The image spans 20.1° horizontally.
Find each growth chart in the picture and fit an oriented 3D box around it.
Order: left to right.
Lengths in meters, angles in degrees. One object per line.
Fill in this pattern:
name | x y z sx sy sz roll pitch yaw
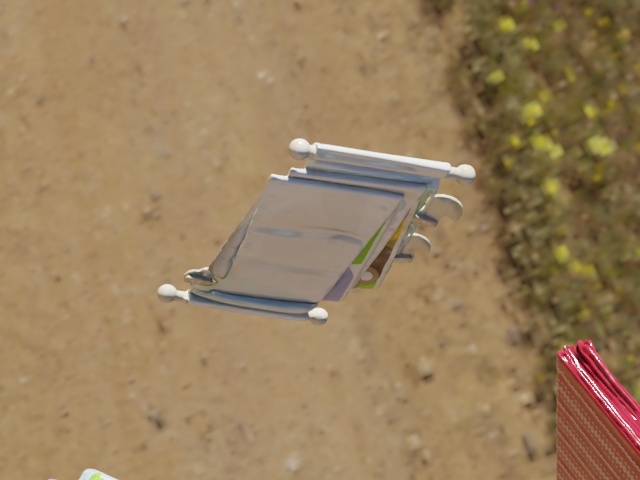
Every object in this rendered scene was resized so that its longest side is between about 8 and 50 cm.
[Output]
growth chart | 0.000 0.000 1.401 0.172 0.237 0.021 13 50 -28

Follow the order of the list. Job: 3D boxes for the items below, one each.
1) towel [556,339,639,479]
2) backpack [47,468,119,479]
towel | 0.276 0.223 1.606 0.199 0.031 0.275 53 -14 30
backpack | -0.123 0.200 1.083 0.084 0.105 0.114 -44 131 -30
